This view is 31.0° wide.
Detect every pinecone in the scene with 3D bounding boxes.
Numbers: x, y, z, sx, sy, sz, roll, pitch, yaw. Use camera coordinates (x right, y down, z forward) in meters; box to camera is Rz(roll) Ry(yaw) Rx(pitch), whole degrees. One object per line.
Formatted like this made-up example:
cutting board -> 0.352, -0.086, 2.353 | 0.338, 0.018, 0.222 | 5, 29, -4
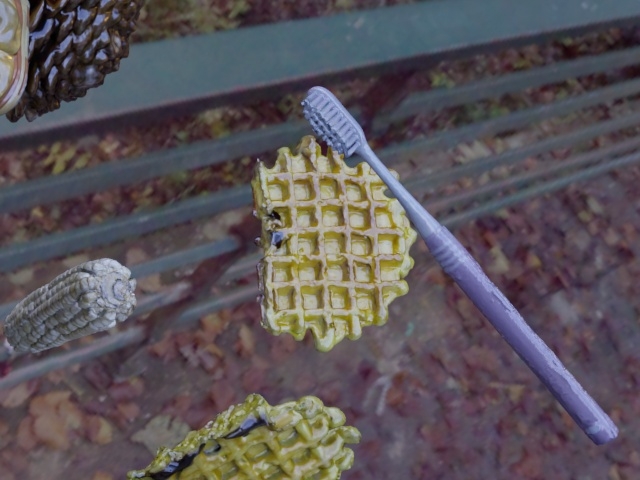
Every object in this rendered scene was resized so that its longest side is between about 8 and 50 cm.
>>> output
pinecone -> -0.309, -0.255, 1.095 | 0.292, 0.246, 0.246 | 31, 50, -4

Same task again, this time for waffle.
waffle -> 0.000, 0.001, 1.604 | 0.283, 0.065, 0.309 | 42, 63, 0
waffle -> -0.104, 0.317, 1.521 | 0.307, 0.312, 0.060 | 21, 23, -36

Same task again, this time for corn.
corn -> -0.300, 0.079, 1.384 | 0.087, 0.211, 0.087 | 16, 65, -39

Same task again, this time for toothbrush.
toothbrush -> 0.105, 0.024, 0.867 | 0.354, 0.024, 0.029 | 49, 36, -7

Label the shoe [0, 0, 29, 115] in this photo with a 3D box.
shoe -> -0.232, -0.131, 0.757 | 0.069, 0.072, 0.109 | 41, 59, -48
